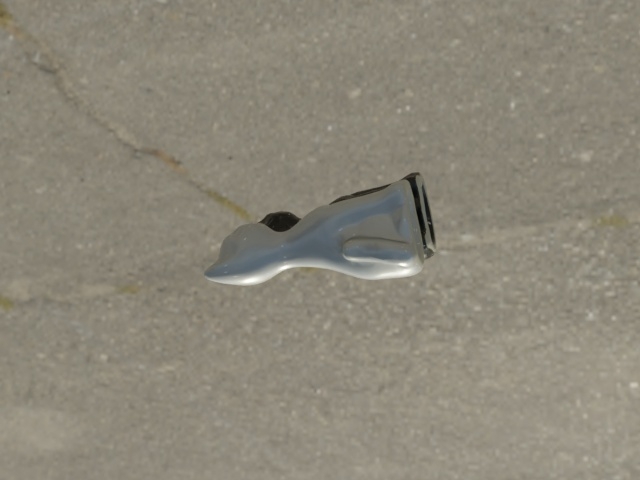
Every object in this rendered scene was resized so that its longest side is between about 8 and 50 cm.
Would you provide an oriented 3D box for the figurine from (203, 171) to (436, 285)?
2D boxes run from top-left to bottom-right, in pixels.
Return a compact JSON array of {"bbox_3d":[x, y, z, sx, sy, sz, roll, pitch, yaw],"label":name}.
[{"bbox_3d":[0.000,0.000,1.093,0.209,0.092,0.215,-11,-176,12],"label":"figurine"}]
